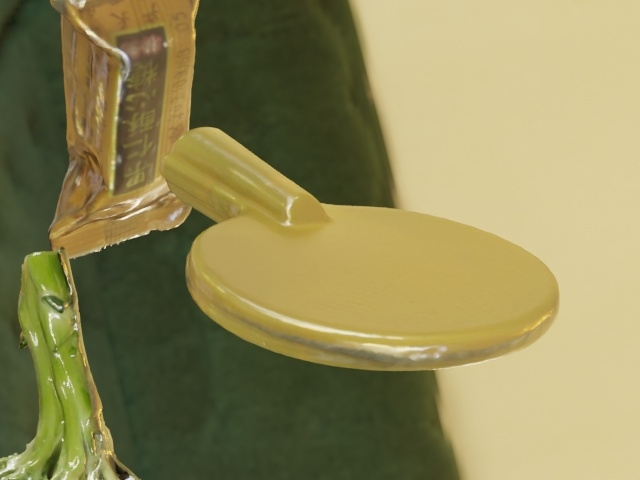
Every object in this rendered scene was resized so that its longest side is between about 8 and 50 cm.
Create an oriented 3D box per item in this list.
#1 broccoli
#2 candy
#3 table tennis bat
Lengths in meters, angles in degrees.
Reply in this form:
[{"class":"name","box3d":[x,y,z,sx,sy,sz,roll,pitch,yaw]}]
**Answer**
[{"class":"broccoli","box3d":[-0.168,0.106,1.258,0.122,0.118,0.204,-9,95,-38]},{"class":"candy","box3d":[-0.162,-0.101,1.590,0.101,0.143,0.271,46,-37,39]},{"class":"table tennis bat","box3d":[0.000,0.000,1.102,0.321,0.198,0.050,32,-55,52]}]
